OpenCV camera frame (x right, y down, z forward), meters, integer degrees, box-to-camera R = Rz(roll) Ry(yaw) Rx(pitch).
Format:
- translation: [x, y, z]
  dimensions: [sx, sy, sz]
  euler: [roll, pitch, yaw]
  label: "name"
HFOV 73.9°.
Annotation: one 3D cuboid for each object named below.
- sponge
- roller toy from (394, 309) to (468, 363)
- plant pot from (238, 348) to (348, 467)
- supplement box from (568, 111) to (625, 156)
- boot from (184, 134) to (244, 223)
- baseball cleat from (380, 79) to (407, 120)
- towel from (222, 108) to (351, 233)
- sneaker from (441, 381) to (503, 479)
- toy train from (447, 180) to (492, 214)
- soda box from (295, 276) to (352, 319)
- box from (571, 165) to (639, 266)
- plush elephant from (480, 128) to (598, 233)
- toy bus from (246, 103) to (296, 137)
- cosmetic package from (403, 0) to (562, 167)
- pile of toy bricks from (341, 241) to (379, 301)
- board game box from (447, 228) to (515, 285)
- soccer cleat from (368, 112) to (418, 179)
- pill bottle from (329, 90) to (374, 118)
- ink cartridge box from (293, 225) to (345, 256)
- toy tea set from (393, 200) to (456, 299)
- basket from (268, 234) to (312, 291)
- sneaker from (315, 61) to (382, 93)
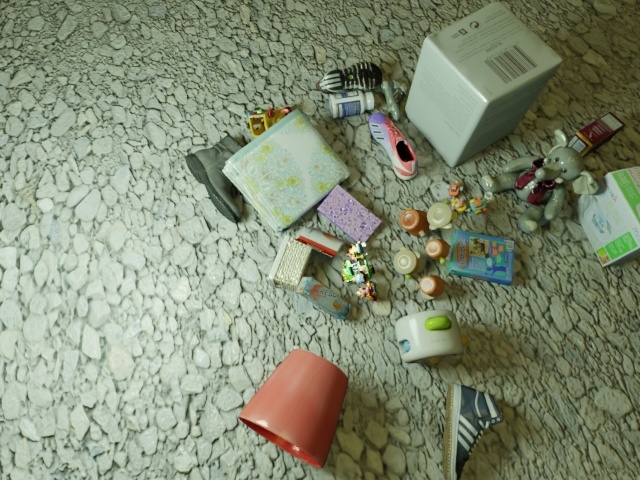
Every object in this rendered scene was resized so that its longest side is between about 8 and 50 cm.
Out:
- translation: [0.103, -0.091, 1.529]
  dimensions: [0.210, 0.031, 0.117]
  euler: [40, 82, 1]
  label: "sponge"
- translation: [0.336, 0.305, 1.312]
  dimensions: [0.191, 0.209, 0.146]
  euler: [-22, 64, 29]
  label: "roller toy"
- translation: [-0.056, 0.466, 1.221]
  dimensions: [0.275, 0.275, 0.243]
  euler: [27, 60, 11]
  label: "plant pot"
- translation: [1.055, -0.401, 1.645]
  dimensions: [0.188, 0.104, 0.080]
  euler: [-31, 71, -12]
  label: "supplement box"
- translation: [-0.331, -0.244, 1.582]
  dimensions: [0.223, 0.118, 0.338]
  euler: [-32, 76, -19]
  label: "boot"
- translation: [0.314, -0.581, 1.737]
  dimensions: [0.110, 0.072, 0.205]
  euler: [-13, 69, -5]
  label: "baseball cleat"
- translation: [-0.119, -0.255, 1.547]
  dimensions: [0.374, 0.090, 0.320]
  euler: [-41, 98, -15]
  label: "towel"
- translation: [0.446, 0.574, 1.250]
  dimensions: [0.153, 0.099, 0.282]
  euler: [10, 65, 6]
  label: "sneaker"
- translation: [0.539, -0.160, 1.561]
  dimensions: [0.166, 0.046, 0.125]
  euler: [16, 75, 23]
  label: "toy train"
- translation: [0.011, 0.188, 1.381]
  dimensions: [0.183, 0.063, 0.058]
  euler: [36, 70, -22]
  label: "soda box"
- translation: [1.025, -0.076, 1.445]
  dimensions: [0.127, 0.231, 0.261]
  euler: [-12, 69, -5]
  label: "box"
- translation: [0.798, -0.224, 1.491]
  dimensions: [0.330, 0.255, 0.271]
  euler: [-25, 70, -10]
  label: "plush elephant"
- translation: [-0.183, -0.463, 1.670]
  dimensions: [0.202, 0.191, 0.104]
  euler: [-10, 111, -3]
  label: "toy bus"
- translation: [0.557, -0.549, 1.549]
  dimensions: [0.330, 0.393, 0.327]
  euler: [-31, 72, -12]
  label: "cosmetic package"
- translation: [0.117, 0.111, 1.448]
  dimensions: [0.105, 0.118, 0.212]
  euler: [-20, 76, 27]
  label: "pile of toy bricks"
- translation: [0.562, 0.057, 1.488]
  dimensions: [0.210, 0.047, 0.160]
  euler: [12, 69, 4]
  label: "board game box"
- translation: [0.283, -0.385, 1.632]
  dimensions: [0.109, 0.116, 0.318]
  euler: [-21, 70, -8]
  label: "soccer cleat"
- translation: [0.125, -0.550, 1.712]
  dimensions: [0.170, 0.094, 0.094]
  euler: [-10, 68, -4]
  label: "pill bottle"
- translation: [0.000, 0.000, 1.446]
  dimensions: [0.146, 0.179, 0.045]
  euler: [24, 98, 10]
  label: "ink cartridge box"
- translation: [0.367, 0.032, 1.469]
  dimensions: [0.200, 0.124, 0.335]
  euler: [6, 84, 38]
  label: "toy tea set"
- translation: [-0.100, 0.084, 1.445]
  dimensions: [0.103, 0.113, 0.167]
  euler: [20, 70, 4]
  label: "basket"
- translation: [0.104, -0.661, 1.749]
  dimensions: [0.282, 0.163, 0.106]
  euler: [-15, 105, -27]
  label: "sneaker"
